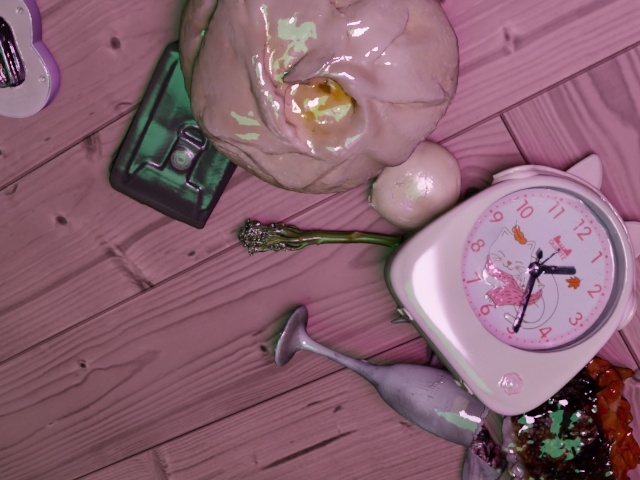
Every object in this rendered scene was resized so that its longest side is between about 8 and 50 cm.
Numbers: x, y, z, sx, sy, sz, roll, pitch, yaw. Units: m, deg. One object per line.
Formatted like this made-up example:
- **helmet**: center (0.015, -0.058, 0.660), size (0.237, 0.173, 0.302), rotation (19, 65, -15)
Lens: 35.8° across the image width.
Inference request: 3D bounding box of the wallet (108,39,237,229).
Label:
- **wallet**: center (-0.192, -0.146, 1.409), size (0.168, 0.052, 0.245), rotation (30, 116, -3)

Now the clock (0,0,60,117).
- **clock**: center (-0.475, -0.268, 1.423), size (0.172, 0.064, 0.198), rotation (-7, 111, 17)

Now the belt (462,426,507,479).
- **belt**: center (0.236, 0.395, 1.526), size (0.071, 0.053, 0.232), rotation (17, 117, 16)

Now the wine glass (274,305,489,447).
- **wine glass**: center (0.069, 0.182, 1.339), size (0.309, 0.264, 0.096), rotation (22, 87, 18)

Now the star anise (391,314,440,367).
- **star anise**: center (0.199, 0.097, 1.395), size (0.180, 0.061, 0.205), rotation (16, 120, 1)

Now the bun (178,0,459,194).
- **bun**: center (-0.018, -0.222, 1.223), size (0.365, 0.219, 0.365), rotation (4, 110, 11)

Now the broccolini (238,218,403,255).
- **broccolini**: center (0.000, 0.000, 1.420), size (0.239, 0.054, 0.051), rotation (3, 150, 12)

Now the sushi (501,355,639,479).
- **sushi**: center (0.353, 0.324, 1.383), size (0.182, 0.196, 0.343), rotation (-5, 112, 25)

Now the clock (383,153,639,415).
- **clock**: center (0.269, 0.041, 1.272), size (0.324, 0.108, 0.265), rotation (-38, 91, -4)

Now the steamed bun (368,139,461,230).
- **steamed bun**: center (0.129, -0.066, 1.326), size (0.112, 0.091, 0.130), rotation (38, 117, -5)
